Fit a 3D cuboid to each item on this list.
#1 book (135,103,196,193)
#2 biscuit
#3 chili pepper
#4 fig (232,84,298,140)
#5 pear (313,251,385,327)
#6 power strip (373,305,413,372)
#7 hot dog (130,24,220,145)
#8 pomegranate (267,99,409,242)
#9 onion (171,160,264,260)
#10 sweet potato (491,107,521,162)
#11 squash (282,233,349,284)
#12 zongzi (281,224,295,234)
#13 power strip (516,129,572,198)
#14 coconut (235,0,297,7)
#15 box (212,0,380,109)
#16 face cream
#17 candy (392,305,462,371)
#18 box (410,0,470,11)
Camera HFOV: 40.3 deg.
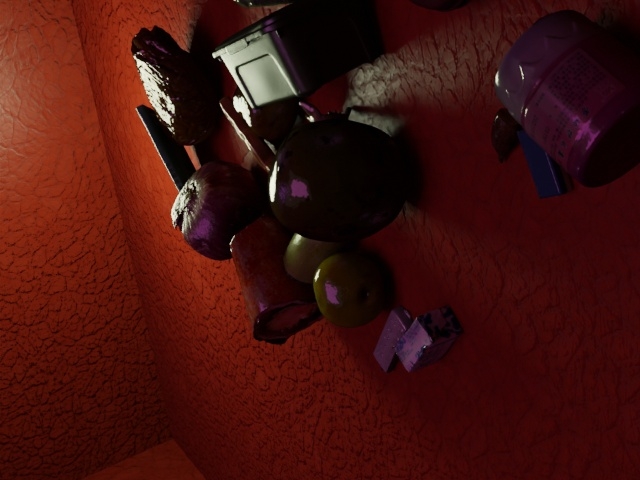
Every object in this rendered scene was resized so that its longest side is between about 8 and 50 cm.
[{"bbox_3d":[-0.435,-0.235,2.708,0.379,0.031,0.264,63,-172,6],"label":"book"},{"bbox_3d":[-0.150,-0.227,2.217,0.333,0.047,0.202,52,-177,29],"label":"biscuit"},{"bbox_3d":[-0.132,0.098,2.301,0.229,0.251,0.305,-41,66,25],"label":"chili pepper"},{"bbox_3d":[-0.107,-0.360,2.063,0.170,0.146,0.274,59,138,19],"label":"fig"},{"bbox_3d":[0.059,0.108,2.040,0.180,0.166,0.216,62,169,-19],"label":"pear"},{"bbox_3d":[0.168,0.243,2.062,0.060,0.027,0.252,55,150,28],"label":"power strip"},{"bbox_3d":[-0.418,-0.453,2.523,0.267,0.174,0.387,45,160,35],"label":"hot dog"},{"bbox_3d":[0.043,-0.155,1.794,0.291,0.291,0.323,-19,56,64],"label":"pomegranate"},{"bbox_3d":[-0.263,-0.080,2.419,0.230,0.273,0.256,46,133,52],"label":"onion"},{"bbox_3d":[0.313,-0.173,1.478,0.049,0.049,0.117,51,159,34],"label":"sweet potato"},{"bbox_3d":[0.000,0.000,2.107,0.132,0.133,0.247,61,150,19],"label":"squash"},{"bbox_3d":[-0.045,-0.033,2.271,0.083,0.067,0.073,54,144,-9],"label":"zongzi"},{"bbox_3d":[0.364,-0.128,1.413,0.056,0.032,0.123,-13,97,64],"label":"power strip"},{"bbox_3d":[-0.109,-0.600,1.789,0.236,0.205,0.235,21,122,39],"label":"coconut"},{"bbox_3d":[-0.045,-0.391,1.790,0.329,0.253,0.177,0,117,64],"label":"box"},{"bbox_3d":[0.363,-0.197,1.206,0.195,0.175,0.175,52,149,30],"label":"face cream"},{"bbox_3d":[0.226,0.212,1.857,0.073,0.092,0.160,60,151,23],"label":"candy"},{"bbox_3d":[0.184,-0.567,1.364,0.263,0.108,0.403,46,146,39],"label":"box"}]
